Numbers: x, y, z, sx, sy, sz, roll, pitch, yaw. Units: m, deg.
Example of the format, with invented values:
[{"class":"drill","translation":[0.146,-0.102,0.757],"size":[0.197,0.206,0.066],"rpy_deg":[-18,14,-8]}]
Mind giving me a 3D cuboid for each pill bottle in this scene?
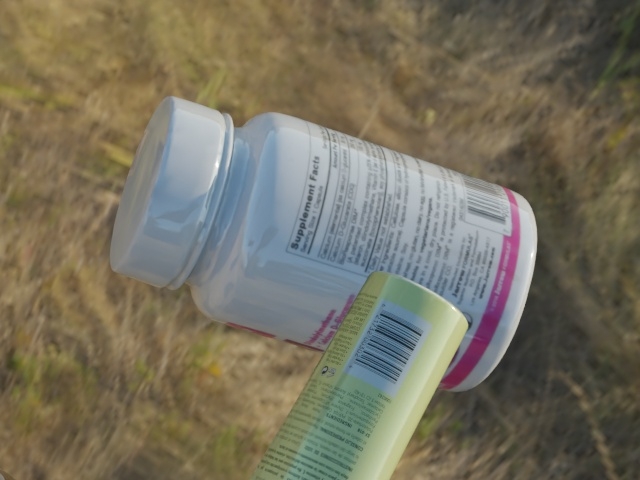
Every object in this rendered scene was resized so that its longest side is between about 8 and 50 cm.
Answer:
[{"class":"pill bottle","translation":[0.000,0.000,1.326],"size":[0.283,0.160,0.160],"rpy_deg":[18,55,-14]}]

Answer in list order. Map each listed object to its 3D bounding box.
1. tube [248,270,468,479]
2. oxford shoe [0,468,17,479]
[{"class":"tube","translation":[-0.004,0.131,0.944],"size":[0.062,0.070,0.240],"rpy_deg":[32,75,-10]},{"class":"oxford shoe","translation":[-0.357,0.193,1.555],"size":[0.227,0.083,0.096],"rpy_deg":[34,34,-20]}]
